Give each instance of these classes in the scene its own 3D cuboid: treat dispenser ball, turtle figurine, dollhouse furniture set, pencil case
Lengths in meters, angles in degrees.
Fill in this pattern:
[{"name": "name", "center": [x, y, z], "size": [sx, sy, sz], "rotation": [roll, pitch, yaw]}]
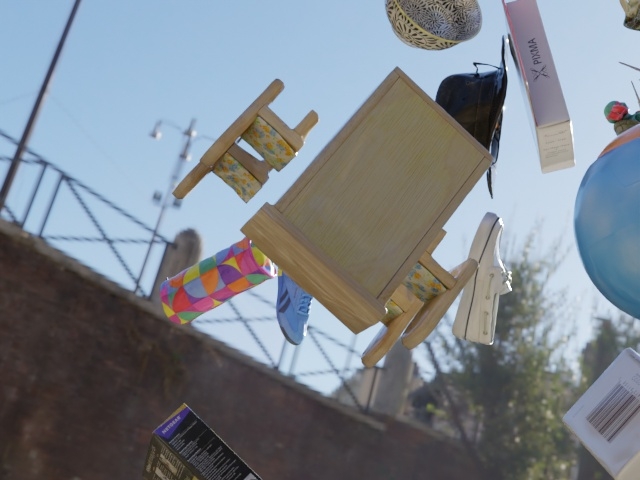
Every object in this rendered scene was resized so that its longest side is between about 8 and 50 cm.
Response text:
[{"name": "treat dispenser ball", "center": [0.484, -0.025, 1.370], "size": [0.288, 0.288, 0.288], "rotation": [13, -20, 5]}, {"name": "turtle figurine", "center": [0.548, -0.184, 1.680], "size": [0.234, 0.118, 0.175], "rotation": [38, -6, 3]}, {"name": "dollhouse furniture set", "center": [0.000, 0.000, 1.271], "size": [0.362, 0.256, 0.394], "rotation": [43, -28, -5]}, {"name": "pencil case", "center": [-0.194, 0.074, 1.939], "size": [0.236, 0.104, 0.104], "rotation": [-27, -39, 24]}]

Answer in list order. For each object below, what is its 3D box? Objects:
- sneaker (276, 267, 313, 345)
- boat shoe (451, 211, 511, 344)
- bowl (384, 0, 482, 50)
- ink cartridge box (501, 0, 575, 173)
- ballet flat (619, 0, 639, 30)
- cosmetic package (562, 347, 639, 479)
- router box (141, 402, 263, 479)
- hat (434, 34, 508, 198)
[{"name": "sneaker", "center": [-0.046, 0.121, 2.224], "size": [0.082, 0.209, 0.069], "rotation": [-23, -34, 35]}, {"name": "boat shoe", "center": [0.280, 0.065, 1.694], "size": [0.076, 0.226, 0.083], "rotation": [18, 25, 19]}, {"name": "bowl", "center": [0.160, -0.353, 1.602], "size": [0.170, 0.170, 0.080], "rotation": [22, -38, -17]}, {"name": "ink cartridge box", "center": [0.366, -0.306, 1.761], "size": [0.066, 0.296, 0.261], "rotation": [-13, -33, 10]}, {"name": "ballet flat", "center": [0.441, -0.385, 1.431], "size": [0.070, 0.188, 0.070], "rotation": [-7, 8, 1]}, {"name": "cosmetic package", "center": [0.601, 0.380, 1.524], "size": [0.453, 0.161, 0.230], "rotation": [40, 5, -13]}, {"name": "router box", "center": [-0.208, 0.451, 1.886], "size": [0.243, 0.081, 0.309], "rotation": [43, -28, 9]}, {"name": "hat", "center": [0.285, -0.243, 1.969], "size": [0.134, 0.331, 0.331], "rotation": [8, -21, 9]}]
